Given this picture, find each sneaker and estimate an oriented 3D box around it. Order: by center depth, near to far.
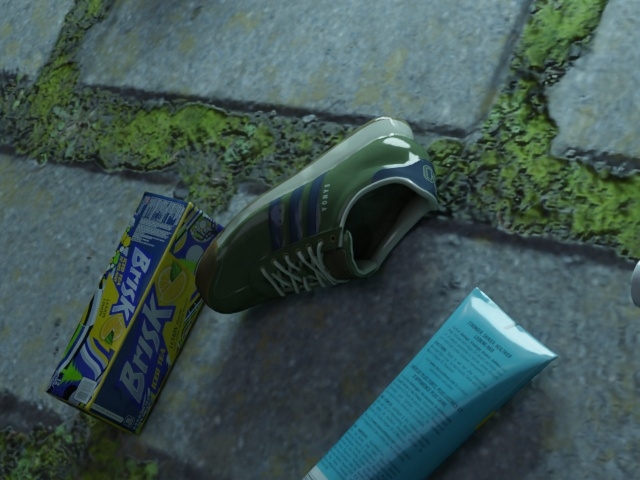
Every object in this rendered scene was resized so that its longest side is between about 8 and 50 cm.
[{"bbox_3d":[0.000,0.000,0.905,0.192,0.064,0.086,-39,43,7],"label":"sneaker"}]

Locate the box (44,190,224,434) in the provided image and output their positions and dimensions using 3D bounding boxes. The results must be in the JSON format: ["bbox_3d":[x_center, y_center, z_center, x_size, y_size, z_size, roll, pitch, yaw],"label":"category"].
[{"bbox_3d":[-0.133,0.053,0.976,0.054,0.059,0.168,15,74,42],"label":"box"}]

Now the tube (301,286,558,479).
[{"bbox_3d":[0.049,0.123,0.814,0.207,0.052,0.080,-46,52,-2],"label":"tube"}]

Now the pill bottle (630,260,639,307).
[{"bbox_3d":[0.220,0.030,0.742,0.083,0.043,0.043,10,71,39],"label":"pill bottle"}]
